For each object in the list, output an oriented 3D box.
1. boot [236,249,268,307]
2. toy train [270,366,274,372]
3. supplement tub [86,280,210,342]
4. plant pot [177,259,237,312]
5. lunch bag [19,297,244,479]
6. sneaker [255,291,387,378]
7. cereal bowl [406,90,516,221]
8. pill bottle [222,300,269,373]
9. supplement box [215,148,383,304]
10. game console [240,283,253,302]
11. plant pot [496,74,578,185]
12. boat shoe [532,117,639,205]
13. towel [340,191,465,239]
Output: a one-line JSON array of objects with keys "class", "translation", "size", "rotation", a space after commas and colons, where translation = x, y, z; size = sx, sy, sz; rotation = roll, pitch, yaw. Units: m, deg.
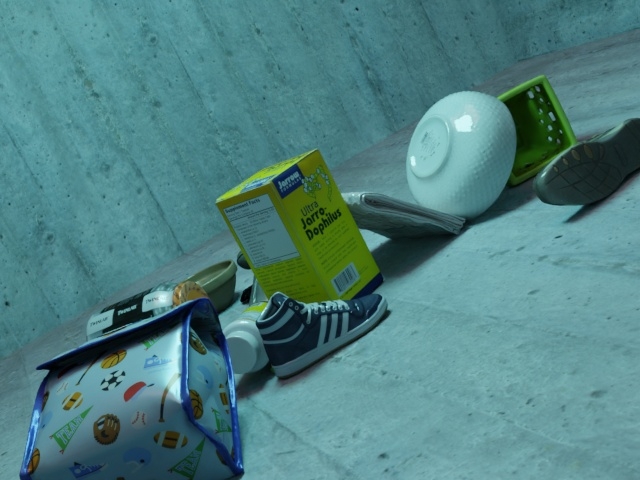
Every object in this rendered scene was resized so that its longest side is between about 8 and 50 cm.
[{"class": "boot", "translation": [-0.167, 0.109, 2.317], "size": [0.189, 0.076, 0.208], "rotation": [-32, 49, 45]}, {"class": "toy train", "translation": [-0.091, 0.258, 1.845], "size": [0.023, 0.017, 0.083], "rotation": [-35, 9, 15]}, {"class": "supplement tub", "translation": [-0.454, 0.231, 2.321], "size": [0.316, 0.194, 0.193], "rotation": [-23, 13, 23]}, {"class": "plant pot", "translation": [-0.339, 0.160, 2.571], "size": [0.237, 0.110, 0.237], "rotation": [-26, 11, 5]}, {"class": "lunch bag", "translation": [-0.332, 0.278, 1.554], "size": [0.327, 0.239, 0.385], "rotation": [-23, 31, 7]}, {"class": "sneaker", "translation": [-0.001, 0.148, 1.780], "size": [0.282, 0.153, 0.099], "rotation": [-31, 13, -17]}, {"class": "cereal bowl", "translation": [0.325, -0.219, 2.179], "size": [0.141, 0.339, 0.339], "rotation": [11, -10, -31]}, {"class": "pill bottle", "translation": [-0.145, 0.211, 1.862], "size": [0.117, 0.117, 0.215], "rotation": [-23, 6, 18]}, {"class": "supplement box", "translation": [-0.045, 0.002, 2.005], "size": [0.194, 0.357, 0.195], "rotation": [-15, 17, 43]}, {"class": "game console", "translation": [-0.158, 0.146, 2.475], "size": [0.122, 0.071, 0.107], "rotation": [-33, -17, -28]}, {"class": "plant pot", "translation": [0.525, -0.291, 2.353], "size": [0.228, 0.227, 0.207], "rotation": [-29, 7, -10]}, {"class": "boat shoe", "translation": [0.592, -0.156, 1.908], "size": [0.355, 0.132, 0.130], "rotation": [-24, -1, -28]}, {"class": "towel", "translation": [0.142, -0.060, 2.169], "size": [0.317, 0.053, 0.332], "rotation": [14, -9, -28]}]
